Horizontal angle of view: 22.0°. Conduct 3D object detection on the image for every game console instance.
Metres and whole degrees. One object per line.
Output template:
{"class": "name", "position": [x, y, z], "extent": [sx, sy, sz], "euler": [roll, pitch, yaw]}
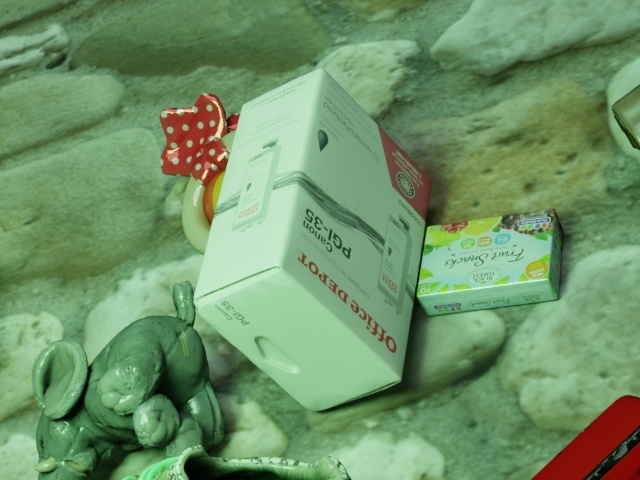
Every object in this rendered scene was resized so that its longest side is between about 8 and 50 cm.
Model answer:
{"class": "game console", "position": [0.272, 0.216, 1.477], "extent": [0.144, 0.085, 0.124], "euler": [-41, 73, -13]}

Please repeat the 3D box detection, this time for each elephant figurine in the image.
{"class": "elephant figurine", "position": [-0.232, 0.177, 1.705], "extent": [0.239, 0.169, 0.186], "euler": [-20, 10, 34]}

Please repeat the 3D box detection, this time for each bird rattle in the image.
{"class": "bird rattle", "position": [-0.098, -0.077, 1.901], "extent": [0.253, 0.143, 0.207], "euler": [0, 65, 33]}

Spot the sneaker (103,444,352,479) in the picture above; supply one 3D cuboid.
{"class": "sneaker", "position": [-0.126, 0.243, 1.518], "extent": [0.410, 0.182, 0.158], "euler": [-4, 42, 15]}

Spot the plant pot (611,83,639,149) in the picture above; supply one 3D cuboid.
{"class": "plant pot", "position": [0.393, -0.127, 1.656], "extent": [0.165, 0.167, 0.167], "euler": [-33, 40, 8]}

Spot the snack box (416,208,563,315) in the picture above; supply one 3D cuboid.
{"class": "snack box", "position": [0.176, 0.023, 1.706], "extent": [0.141, 0.037, 0.100], "euler": [-9, 46, 22]}

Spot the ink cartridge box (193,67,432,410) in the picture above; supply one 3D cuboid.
{"class": "ink cartridge box", "position": [0.000, 0.000, 1.687], "extent": [0.117, 0.207, 0.283], "euler": [-23, 39, 32]}
